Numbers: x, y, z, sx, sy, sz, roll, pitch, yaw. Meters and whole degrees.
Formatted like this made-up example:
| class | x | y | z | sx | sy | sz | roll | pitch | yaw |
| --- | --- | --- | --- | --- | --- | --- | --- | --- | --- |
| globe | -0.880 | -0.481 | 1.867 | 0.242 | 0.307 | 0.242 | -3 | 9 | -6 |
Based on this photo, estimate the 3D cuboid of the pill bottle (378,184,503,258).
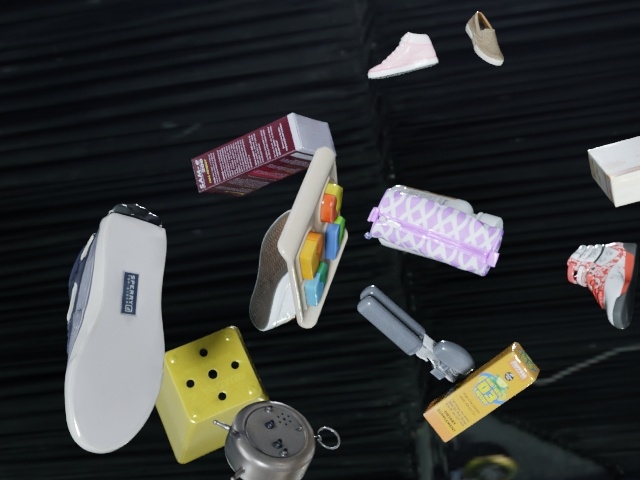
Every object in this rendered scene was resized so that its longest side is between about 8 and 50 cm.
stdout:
| class | x | y | z | sx | sy | sz | roll | pitch | yaw |
| --- | --- | --- | --- | --- | --- | --- | --- | --- | --- |
| pill bottle | 0.242 | -0.025 | 1.858 | 0.131 | 0.229 | 0.131 | -45 | 143 | -48 |

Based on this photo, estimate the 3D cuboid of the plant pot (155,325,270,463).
| class | x | y | z | sx | sy | sz | roll | pitch | yaw |
| --- | --- | --- | --- | --- | --- | --- | --- | --- | --- |
| plant pot | -0.211 | 0.277 | 1.772 | 0.212 | 0.212 | 0.187 | 64 | -17 | 17 |

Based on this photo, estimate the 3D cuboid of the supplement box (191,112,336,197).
| class | x | y | z | sx | sy | sz | roll | pitch | yaw |
| --- | --- | --- | --- | --- | --- | --- | --- | --- | --- |
| supplement box | -0.107 | -0.155 | 1.732 | 0.130 | 0.239 | 0.073 | 5 | 67 | -60 |

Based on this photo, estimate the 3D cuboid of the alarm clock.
| class | x | y | z | sx | sy | sz | roll | pitch | yaw |
| --- | --- | --- | --- | --- | --- | --- | --- | --- | --- |
| alarm clock | -0.055 | 0.297 | 1.369 | 0.064 | 0.192 | 0.129 | -65 | -143 | 35 |

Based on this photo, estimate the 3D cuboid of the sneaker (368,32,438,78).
| class | x | y | z | sx | sy | sz | roll | pitch | yaw |
| --- | --- | --- | --- | --- | --- | --- | --- | --- | --- |
| sneaker | 0.147 | -0.346 | 1.721 | 0.051 | 0.134 | 0.070 | -105 | 180 | -85 |

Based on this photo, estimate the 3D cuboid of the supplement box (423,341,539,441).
| class | x | y | z | sx | sy | sz | roll | pitch | yaw |
| --- | --- | --- | --- | --- | --- | --- | --- | --- | --- |
| supplement box | 0.322 | 0.305 | 1.852 | 0.078 | 0.233 | 0.080 | 52 | 18 | 6 |

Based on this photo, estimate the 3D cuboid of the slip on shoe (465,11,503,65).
| class | x | y | z | sx | sy | sz | roll | pitch | yaw |
| --- | --- | --- | --- | --- | --- | --- | --- | --- | --- |
| slip on shoe | 0.330 | -0.401 | 1.833 | 0.041 | 0.051 | 0.135 | 117 | -31 | -41 |

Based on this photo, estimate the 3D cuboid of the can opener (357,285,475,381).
| class | x | y | z | sx | sy | sz | roll | pitch | yaw |
| --- | --- | --- | --- | --- | --- | --- | --- | --- | --- |
| can opener | 0.208 | 0.192 | 1.954 | 0.283 | 0.095 | 0.076 | 41 | 33 | -14 |

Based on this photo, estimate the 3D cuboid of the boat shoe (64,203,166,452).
| class | x | y | z | sx | sy | sz | roll | pitch | yaw |
| --- | --- | --- | --- | --- | --- | --- | --- | --- | --- |
| boat shoe | -0.292 | 0.131 | 1.268 | 0.158 | 0.127 | 0.341 | -34 | -137 | 52 |

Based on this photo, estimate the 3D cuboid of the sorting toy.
| class | x | y | z | sx | sy | sz | roll | pitch | yaw |
| --- | --- | --- | --- | --- | --- | --- | --- | --- | --- |
| sorting toy | 0.000 | 0.000 | 1.329 | 0.208 | 0.038 | 0.193 | 76 | 30 | -53 |

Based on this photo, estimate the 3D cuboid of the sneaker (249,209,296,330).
| class | x | y | z | sx | sy | sz | roll | pitch | yaw |
| --- | --- | --- | --- | --- | --- | --- | --- | --- | --- |
| sneaker | -0.057 | 0.052 | 1.909 | 0.106 | 0.123 | 0.290 | 46 | -51 | 33 |

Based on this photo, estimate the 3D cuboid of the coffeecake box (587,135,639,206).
| class | x | y | z | sx | sy | sz | roll | pitch | yaw |
| --- | --- | --- | --- | --- | --- | --- | --- | --- | --- |
| coffeecake box | 0.663 | -0.151 | 1.951 | 0.185 | 0.142 | 0.068 | -88 | 162 | -66 |

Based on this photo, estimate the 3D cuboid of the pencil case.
| class | x | y | z | sx | sy | sz | roll | pitch | yaw |
| --- | --- | --- | --- | --- | --- | --- | --- | --- | --- |
| pencil case | 0.175 | -0.014 | 1.405 | 0.088 | 0.206 | 0.086 | -5 | 113 | -77 |

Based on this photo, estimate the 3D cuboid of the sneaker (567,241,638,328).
| class | x | y | z | sx | sy | sz | roll | pitch | yaw |
| --- | --- | --- | --- | --- | --- | --- | --- | --- | --- |
| sneaker | 0.616 | 0.100 | 2.040 | 0.270 | 0.145 | 0.090 | -59 | 141 | -47 |
